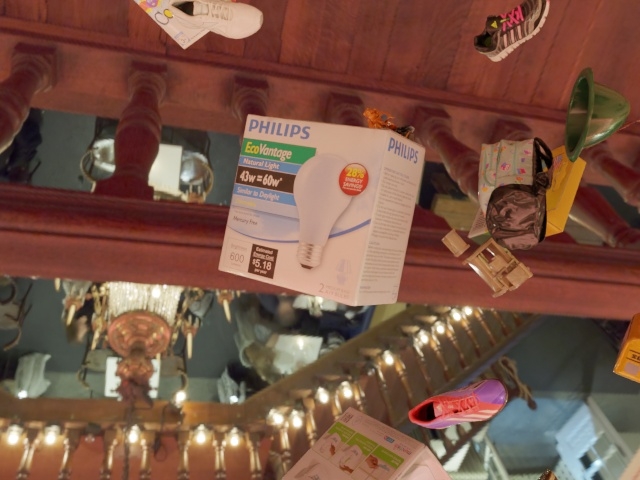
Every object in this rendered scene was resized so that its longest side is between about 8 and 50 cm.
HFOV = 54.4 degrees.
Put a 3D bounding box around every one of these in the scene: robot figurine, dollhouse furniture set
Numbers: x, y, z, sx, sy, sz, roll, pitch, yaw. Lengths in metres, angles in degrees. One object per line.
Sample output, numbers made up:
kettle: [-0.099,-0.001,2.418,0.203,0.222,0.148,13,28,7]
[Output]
robot figurine: [0.145,-0.236,1.620,0.085,0.291,0.211,28,109,-21]
dollhouse furniture set: [0.385,0.017,1.388,0.101,0.161,0.182,-40,82,-10]

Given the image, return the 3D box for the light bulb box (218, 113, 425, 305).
light bulb box: [0.005,-0.070,1.389,0.225,0.358,0.361,7,94,-61]

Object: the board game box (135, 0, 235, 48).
board game box: [-0.263,-0.553,1.283,0.144,0.275,0.142,-25,133,27]

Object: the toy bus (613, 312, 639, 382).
toy bus: [0.751,0.248,1.176,0.333,0.108,0.130,20,124,24]

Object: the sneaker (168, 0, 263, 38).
sneaker: [-0.165,-0.349,0.969,0.152,0.061,0.053,9,96,10]

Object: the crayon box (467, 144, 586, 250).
crayon box: [0.512,-0.100,1.513,0.081,0.318,0.202,32,70,-13]

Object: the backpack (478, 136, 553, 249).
backpack: [0.322,-0.093,1.039,0.115,0.182,0.152,4,140,13]

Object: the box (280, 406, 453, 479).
box: [0.063,0.435,1.072,0.231,0.262,0.127,-43,107,-20]

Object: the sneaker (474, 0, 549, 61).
sneaker: [0.350,-0.400,1.162,0.075,0.063,0.170,5,157,-25]

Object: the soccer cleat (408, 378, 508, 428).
soccer cleat: [0.399,0.482,1.816,0.116,0.108,0.318,11,148,-38]

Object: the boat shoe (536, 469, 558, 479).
boat shoe: [0.553,0.626,1.524,0.080,0.073,0.223,-45,155,-25]

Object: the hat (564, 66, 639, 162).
hat: [0.573,-0.233,1.169,0.184,0.208,0.173,8,138,8]
